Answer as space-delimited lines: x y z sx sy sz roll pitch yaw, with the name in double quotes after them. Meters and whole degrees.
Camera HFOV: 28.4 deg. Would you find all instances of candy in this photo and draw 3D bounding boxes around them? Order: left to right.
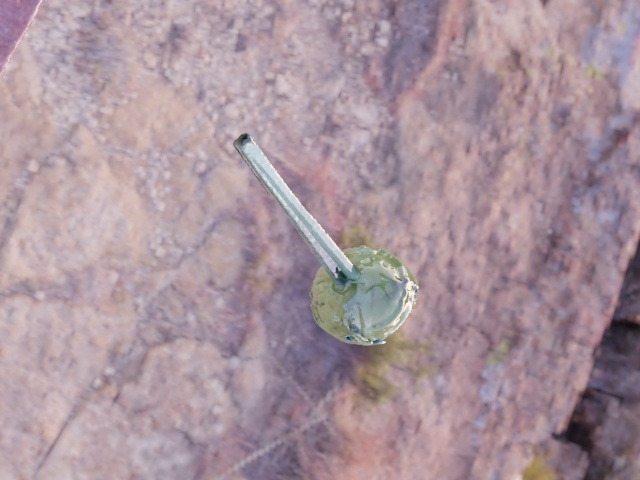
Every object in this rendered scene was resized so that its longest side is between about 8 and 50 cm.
0.000 0.000 1.050 0.092 0.093 0.335 -60 150 -14 "candy"

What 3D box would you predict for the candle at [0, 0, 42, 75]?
-0.331 -0.248 1.176 0.131 0.317 0.287 25 46 -39 "candle"
